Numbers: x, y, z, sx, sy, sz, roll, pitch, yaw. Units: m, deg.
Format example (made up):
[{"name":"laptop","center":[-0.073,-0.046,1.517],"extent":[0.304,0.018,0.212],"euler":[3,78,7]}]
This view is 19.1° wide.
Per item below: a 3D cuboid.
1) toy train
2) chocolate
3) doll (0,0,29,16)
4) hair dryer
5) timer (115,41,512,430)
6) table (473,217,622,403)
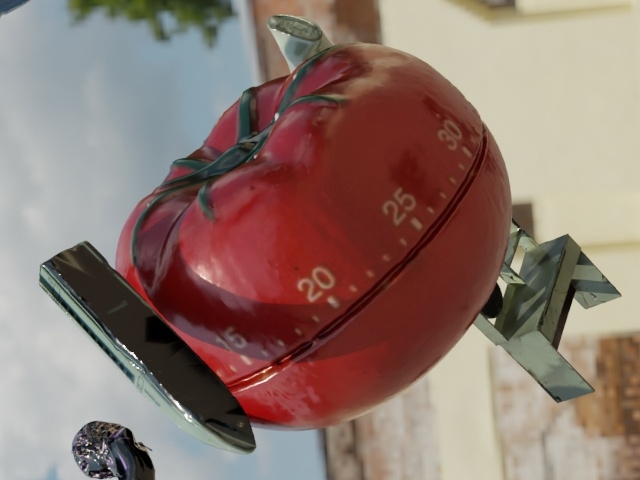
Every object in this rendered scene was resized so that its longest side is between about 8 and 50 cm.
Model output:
[{"name":"toy train","center":[-0.143,0.102,1.600],"extent":[0.055,0.252,0.048],"euler":[-26,-30,-37]},{"name":"chocolate","center":[-0.178,0.196,1.724],"extent":[0.072,0.070,0.147],"euler":[56,158,-17]},{"name":"doll","center":[-0.294,-0.194,1.398],"extent":[0.098,0.241,0.135],"euler":[56,156,13]},{"name":"hair dryer","center":[0.069,-0.161,2.041],"extent":[0.075,0.237,0.206],"euler":[-65,-18,-12]},{"name":"timer","center":[0.000,0.000,1.765],"extent":[0.279,0.378,0.378],"euler":[47,-158,-16]},{"name":"table","center":[0.235,0.062,2.034],"extent":[0.175,0.062,0.146],"euler":[44,-136,-23]}]
